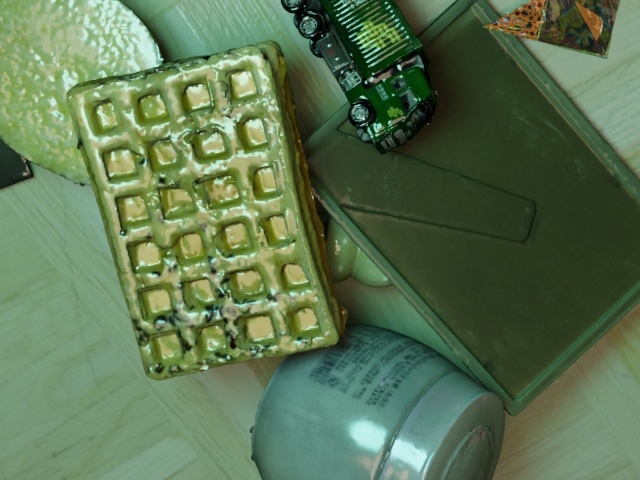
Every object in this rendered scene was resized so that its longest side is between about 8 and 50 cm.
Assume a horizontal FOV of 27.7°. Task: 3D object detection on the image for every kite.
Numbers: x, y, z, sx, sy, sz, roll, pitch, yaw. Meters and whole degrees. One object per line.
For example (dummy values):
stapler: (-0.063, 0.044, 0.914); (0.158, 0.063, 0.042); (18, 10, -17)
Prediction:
kite: (0.323, -0.275, 1.600); (0.222, 0.008, 0.125); (-32, 107, 6)

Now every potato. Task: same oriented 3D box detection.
potato: (-0.308, -0.215, 1.644); (0.299, 0.116, 0.239); (35, 108, -1)

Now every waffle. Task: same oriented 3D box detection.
waffle: (-0.126, -0.033, 1.549); (0.261, 0.114, 0.376); (-13, 100, 8)

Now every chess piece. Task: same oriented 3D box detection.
chess piece: (0.000, 0.000, 1.676); (0.243, 0.133, 0.133); (9, 108, -3)

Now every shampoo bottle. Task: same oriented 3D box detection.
shampoo bottle: (0.075, 0.254, 1.635); (0.266, 0.273, 0.273); (24, 111, 29)

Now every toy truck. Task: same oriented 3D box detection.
toy truck: (0.049, -0.236, 1.550); (0.121, 0.088, 0.259); (-30, 74, 6)

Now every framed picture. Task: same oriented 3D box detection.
framed picture: (0.215, -0.043, 1.628); (0.326, 0.028, 0.446); (-42, 98, -3)

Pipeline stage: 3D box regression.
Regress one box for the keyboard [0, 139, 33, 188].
keyboard: (-0.546, -0.081, 1.759); (0.317, 0.027, 0.106); (-18, 107, 12)
